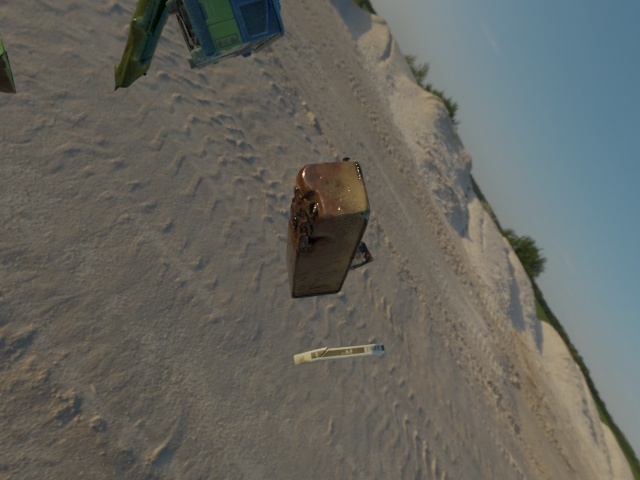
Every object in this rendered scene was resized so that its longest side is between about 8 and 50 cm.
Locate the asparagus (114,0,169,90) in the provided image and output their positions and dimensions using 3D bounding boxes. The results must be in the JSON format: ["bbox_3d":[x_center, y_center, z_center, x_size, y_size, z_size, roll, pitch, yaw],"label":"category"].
[{"bbox_3d":[-0.412,-0.509,0.982,0.082,0.343,0.085,35,22,22],"label":"asparagus"}]

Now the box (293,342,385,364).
[{"bbox_3d":[0.046,0.276,1.007,0.198,0.109,0.029,1,70,-24],"label":"box"}]

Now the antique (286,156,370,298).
[{"bbox_3d":[0.000,0.000,0.646,0.310,0.093,0.087,103,-21,-64],"label":"antique"}]

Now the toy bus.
[{"bbox_3d":[-0.204,-0.459,0.861,0.312,0.190,0.152,42,-26,64],"label":"toy bus"}]

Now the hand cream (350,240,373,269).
[{"bbox_3d":[0.046,0.038,0.889,0.163,0.039,0.062,-12,59,-44],"label":"hand cream"}]

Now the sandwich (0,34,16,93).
[{"bbox_3d":[-0.411,-0.207,0.448,0.116,0.074,0.074,-13,82,-31],"label":"sandwich"}]
